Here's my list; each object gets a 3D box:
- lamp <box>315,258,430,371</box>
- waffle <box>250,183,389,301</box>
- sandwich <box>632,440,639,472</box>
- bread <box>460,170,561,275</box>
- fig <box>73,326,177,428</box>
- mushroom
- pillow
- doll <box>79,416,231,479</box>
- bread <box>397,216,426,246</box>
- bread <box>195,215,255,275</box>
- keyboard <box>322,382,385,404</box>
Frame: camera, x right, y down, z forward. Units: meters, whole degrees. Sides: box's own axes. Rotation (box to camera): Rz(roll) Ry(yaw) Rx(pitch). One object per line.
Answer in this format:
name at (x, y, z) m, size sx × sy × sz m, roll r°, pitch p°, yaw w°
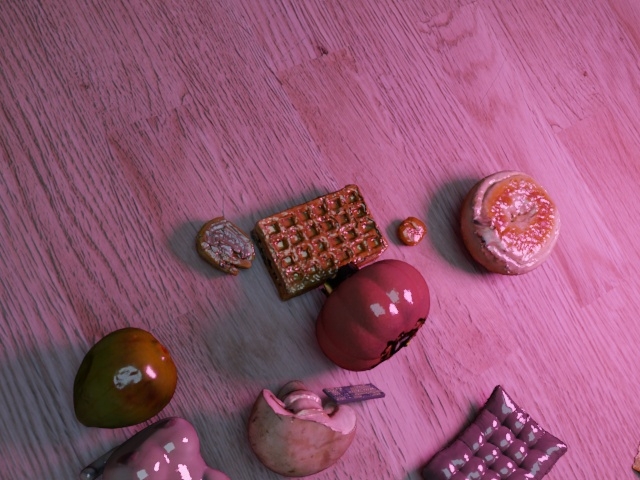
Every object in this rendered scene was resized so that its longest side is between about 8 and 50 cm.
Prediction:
lamp at (0.114, 0.167, 1.554) m, size 0.305 × 0.305 × 0.239 m, roll -37°, pitch 69°, yaw -22°
waffle at (0.000, 0.000, 1.669) m, size 0.308 × 0.091 × 0.212 m, roll -23°, pitch 82°, yaw -22°
sandwich at (0.989, 0.651, 1.828) m, size 0.187 × 0.144 × 0.117 m, roll 50°, pitch 62°, yaw -38°
bread at (0.517, -0.046, 1.803) m, size 0.306 × 0.159 × 0.305 m, roll 5°, pitch 75°, yaw -19°
fig at (-0.427, 0.306, 1.391) m, size 0.230 × 0.207 × 0.207 m, roll -38°, pitch 88°, yaw -23°
mushroom at (-0.058, 0.442, 1.493) m, size 0.254 × 0.195 × 0.188 m, roll 22°, pitch 100°, yaw -26°
pillow at (0.433, 0.547, 1.613) m, size 0.326 × 0.101 × 0.228 m, roll -39°, pitch 64°, yaw -20°
doll at (-0.300, 0.541, 1.360) m, size 0.370 × 0.226 × 0.215 m, roll 44°, pitch 33°, yaw 3°
bread at (0.249, -0.025, 1.776) m, size 0.083 × 0.046 × 0.080 m, roll -17°, pitch 83°, yaw -22°
bread at (-0.232, 0.015, 1.608) m, size 0.156 × 0.064 × 0.117 m, roll 35°, pitch 69°, yaw -4°
keyboard at (0.084, 0.370, 1.572) m, size 0.176 × 0.055 × 0.014 m, roll 7°, pitch 109°, yaw -44°
